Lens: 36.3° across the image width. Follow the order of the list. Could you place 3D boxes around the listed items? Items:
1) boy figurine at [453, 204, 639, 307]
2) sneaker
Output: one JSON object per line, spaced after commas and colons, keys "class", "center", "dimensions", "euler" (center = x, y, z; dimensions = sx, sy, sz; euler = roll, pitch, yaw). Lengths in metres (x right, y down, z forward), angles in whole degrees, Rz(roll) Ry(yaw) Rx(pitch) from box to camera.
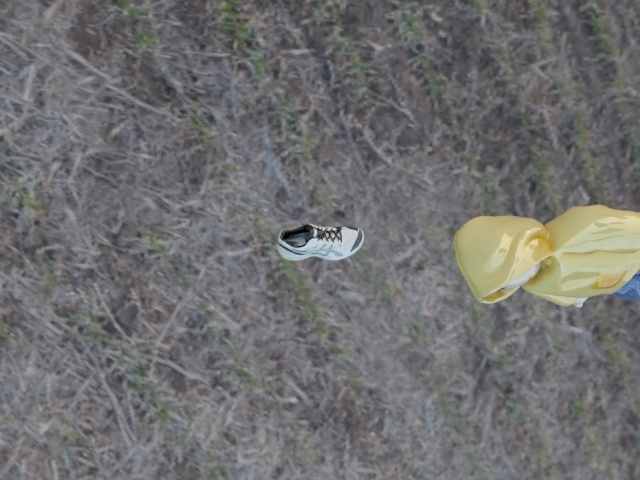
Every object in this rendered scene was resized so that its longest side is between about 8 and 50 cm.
{"class": "boy figurine", "center": [0.270, 0.022, 0.955], "dimensions": [0.285, 0.177, 0.092], "euler": [6, 63, -21]}
{"class": "sneaker", "center": [0.000, 0.000, 0.920], "dimensions": [0.083, 0.032, 0.037], "euler": [-9, 154, 0]}
